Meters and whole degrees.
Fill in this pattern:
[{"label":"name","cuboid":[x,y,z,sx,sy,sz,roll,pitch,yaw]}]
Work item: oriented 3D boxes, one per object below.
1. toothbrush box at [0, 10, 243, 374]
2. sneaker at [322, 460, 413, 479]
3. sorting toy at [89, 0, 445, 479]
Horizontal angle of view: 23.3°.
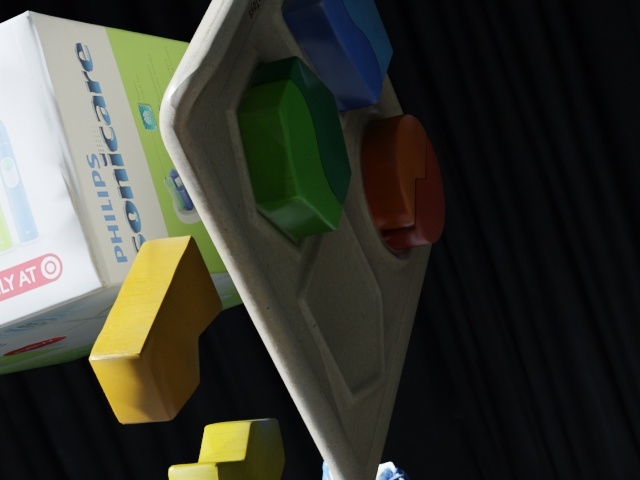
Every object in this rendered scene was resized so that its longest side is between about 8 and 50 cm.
[{"label":"toothbrush box","cuboid":[-0.133,-0.008,0.762,0.206,0.122,0.283,-20,-7,21]},{"label":"sneaker","cuboid":[0.080,0.277,1.568,0.211,0.081,0.080,15,42,36]},{"label":"sorting toy","cuboid":[0.000,0.000,0.625,0.041,0.229,0.307,-7,35,19]}]
